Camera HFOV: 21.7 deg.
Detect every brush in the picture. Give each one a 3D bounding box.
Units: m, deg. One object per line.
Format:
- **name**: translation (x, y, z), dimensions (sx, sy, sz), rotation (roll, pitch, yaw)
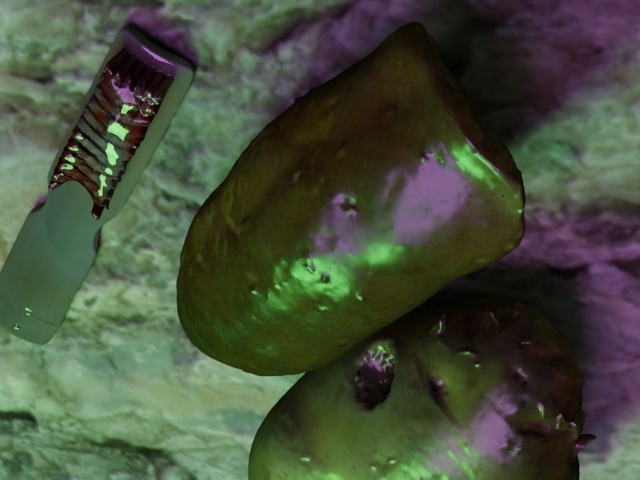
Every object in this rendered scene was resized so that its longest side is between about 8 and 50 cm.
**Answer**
- **brush**: translation (-0.177, -0.021, 1.196), dimensions (0.060, 0.050, 0.321), rotation (31, 133, -3)

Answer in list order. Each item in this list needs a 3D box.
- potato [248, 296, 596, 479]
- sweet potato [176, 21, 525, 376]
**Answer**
- **potato**: translation (0.073, 0.143, 1.135), dimensions (0.192, 0.141, 0.296), rotation (51, 133, 6)
- **sweet potato**: translation (0.000, 0.000, 1.053), dimensions (0.158, 0.158, 0.369), rotation (43, 133, -9)
